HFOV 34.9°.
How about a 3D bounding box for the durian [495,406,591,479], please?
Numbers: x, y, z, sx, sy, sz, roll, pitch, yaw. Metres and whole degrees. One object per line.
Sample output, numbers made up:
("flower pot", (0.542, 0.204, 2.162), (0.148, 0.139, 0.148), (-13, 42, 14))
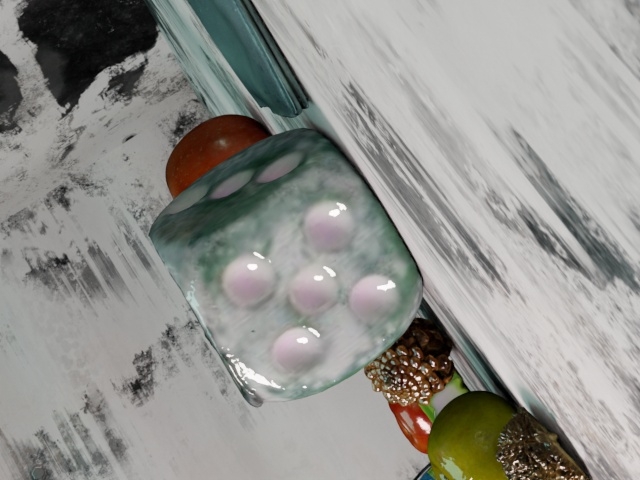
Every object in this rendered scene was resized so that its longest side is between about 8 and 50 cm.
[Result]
("durian", (0.284, 0.294, 1.358), (0.148, 0.091, 0.188), (54, 173, 27))

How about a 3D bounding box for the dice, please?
("dice", (-0.063, 0.041, 1.647), (0.330, 0.348, 0.328), (56, 174, -21))

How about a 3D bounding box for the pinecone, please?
("pinecone", (0.155, 0.203, 1.763), (0.173, 0.173, 0.173), (56, 176, 6))

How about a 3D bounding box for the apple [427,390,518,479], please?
("apple", (0.253, 0.330, 1.565), (0.196, 0.157, 0.196), (53, 166, 19))

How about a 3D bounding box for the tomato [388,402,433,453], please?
("tomato", (0.236, 0.377, 2.252), (0.195, 0.136, 0.195), (56, 173, 10))

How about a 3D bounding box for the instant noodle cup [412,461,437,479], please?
("instant noodle cup", (0.328, 0.549, 1.826), (0.312, 0.284, 0.284), (48, 178, -13))

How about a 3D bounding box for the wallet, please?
("wallet", (-0.124, -0.317, 1.606), (0.251, 0.054, 0.290), (56, 175, -18))

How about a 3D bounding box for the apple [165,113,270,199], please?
("apple", (-0.209, -0.133, 2.439), (0.348, 0.277, 0.348), (55, 175, 6))

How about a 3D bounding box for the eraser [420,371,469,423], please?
("eraser", (0.213, 0.274, 2.051), (0.210, 0.092, 0.274), (60, 176, -38))
